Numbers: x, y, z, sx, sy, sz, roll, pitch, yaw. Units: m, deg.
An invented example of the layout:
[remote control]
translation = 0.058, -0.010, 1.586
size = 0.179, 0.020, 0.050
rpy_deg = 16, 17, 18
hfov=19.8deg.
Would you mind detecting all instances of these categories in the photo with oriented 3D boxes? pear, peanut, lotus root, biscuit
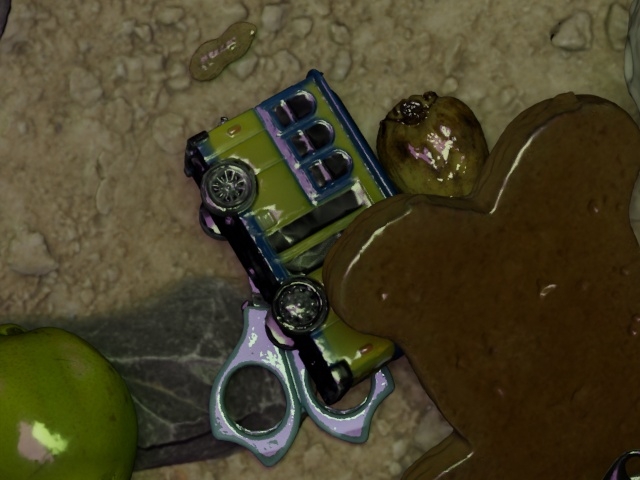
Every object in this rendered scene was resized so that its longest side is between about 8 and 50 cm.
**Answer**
[pear]
translation = -0.278, 0.178, 1.828
size = 0.187, 0.187, 0.219
rpy_deg = -23, 62, 7
[peanut]
translation = -0.100, -0.195, 1.890
size = 0.083, 0.037, 0.037
rpy_deg = -33, 82, 1
[lotus root]
translation = 0.122, -0.054, 1.821
size = 0.108, 0.094, 0.190
rpy_deg = -18, 92, 31
[biscuit]
translation = 0.184, 0.095, 1.717
size = 0.368, 0.076, 0.394
rpy_deg = -31, 114, -8

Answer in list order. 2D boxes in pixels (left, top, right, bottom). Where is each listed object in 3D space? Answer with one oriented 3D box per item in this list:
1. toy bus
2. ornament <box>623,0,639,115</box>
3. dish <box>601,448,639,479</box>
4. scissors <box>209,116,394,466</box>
[toy bus]
translation = 0.000, 0.000, 1.791
size = 0.175, 0.138, 0.287
rpy_deg = -30, 82, -11
[ornament]
translation = 0.441, -0.160, 1.662
size = 0.337, 0.337, 0.337
rpy_deg = -1, 86, 9
[dish]
translation = 0.333, 0.326, 1.727
size = 0.303, 0.120, 0.303
rpy_deg = 1, 104, 5
[scissors]
translation = -0.053, 0.045, 1.871
size = 0.191, 0.029, 0.360
rpy_deg = -16, 82, 3
